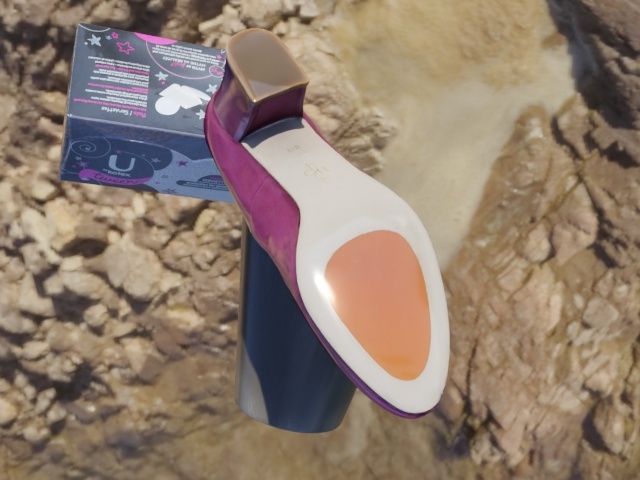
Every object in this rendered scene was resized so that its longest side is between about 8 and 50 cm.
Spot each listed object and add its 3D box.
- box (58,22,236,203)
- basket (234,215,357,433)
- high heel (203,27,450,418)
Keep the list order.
[{"bbox_3d":[-0.199,-0.152,1.149,0.163,0.247,0.142,126,148,-58],"label":"box"},{"bbox_3d":[-0.010,0.086,1.009,0.204,0.154,0.226,11,102,-7],"label":"basket"},{"bbox_3d":[0.000,0.000,0.815,0.181,0.127,0.377,109,142,-62],"label":"high heel"}]
